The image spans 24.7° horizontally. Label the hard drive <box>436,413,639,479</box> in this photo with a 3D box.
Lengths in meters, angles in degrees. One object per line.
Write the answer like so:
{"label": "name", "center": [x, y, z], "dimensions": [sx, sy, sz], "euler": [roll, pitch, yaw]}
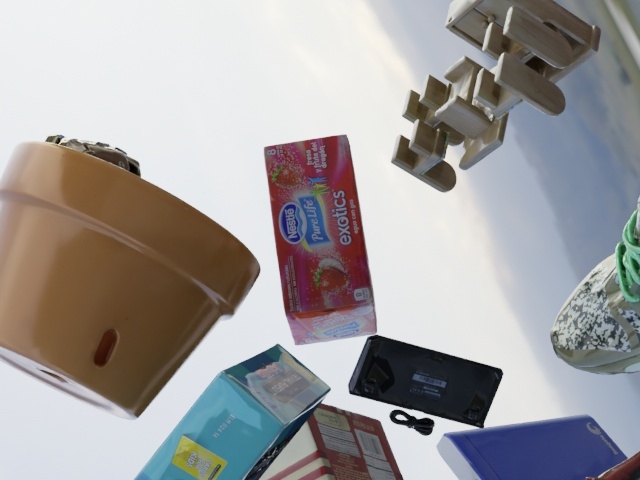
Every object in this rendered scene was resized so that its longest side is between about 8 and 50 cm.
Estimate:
{"label": "hard drive", "center": [0.349, 0.355, 2.180], "dimensions": [0.318, 0.040, 0.210], "euler": [-1, -141, -40]}

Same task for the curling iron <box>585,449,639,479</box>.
{"label": "curling iron", "center": [0.269, 0.225, 1.402], "dimensions": [0.068, 0.274, 0.035], "euler": [61, 156, -13]}

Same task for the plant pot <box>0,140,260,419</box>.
{"label": "plant pot", "center": [-0.234, 0.056, 1.532], "dimensions": [0.291, 0.291, 0.203], "euler": [43, -113, -51]}

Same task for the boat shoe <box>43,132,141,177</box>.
{"label": "boat shoe", "center": [-0.293, -0.084, 1.886], "dimensions": [0.307, 0.104, 0.111], "euler": [-86, 1, -79]}

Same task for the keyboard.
{"label": "keyboard", "center": [0.122, 0.179, 1.751], "dimensions": [0.180, 0.108, 0.023], "euler": [16, -168, -16]}

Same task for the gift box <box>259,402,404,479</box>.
{"label": "gift box", "center": [-0.037, 0.361, 1.947], "dimensions": [0.255, 0.258, 0.276], "euler": [30, -148, -51]}

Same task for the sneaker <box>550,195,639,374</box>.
{"label": "sneaker", "center": [0.373, -0.005, 1.560], "dimensions": [0.182, 0.410, 0.158], "euler": [23, -139, -32]}

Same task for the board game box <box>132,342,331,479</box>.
{"label": "board game box", "center": [-0.139, 0.261, 1.394], "dimensions": [0.079, 0.336, 0.254], "euler": [40, -172, 6]}

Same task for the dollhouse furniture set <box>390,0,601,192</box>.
{"label": "dollhouse furniture set", "center": [0.226, -0.182, 1.744], "dimensions": [0.161, 0.212, 0.242], "euler": [30, -127, -19]}

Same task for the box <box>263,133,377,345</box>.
{"label": "box", "center": [0.000, 0.000, 1.998], "dimensions": [0.128, 0.122, 0.257], "euler": [78, -176, -66]}
